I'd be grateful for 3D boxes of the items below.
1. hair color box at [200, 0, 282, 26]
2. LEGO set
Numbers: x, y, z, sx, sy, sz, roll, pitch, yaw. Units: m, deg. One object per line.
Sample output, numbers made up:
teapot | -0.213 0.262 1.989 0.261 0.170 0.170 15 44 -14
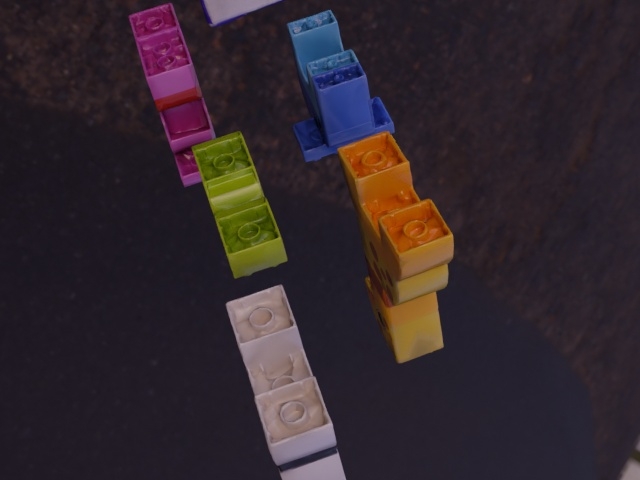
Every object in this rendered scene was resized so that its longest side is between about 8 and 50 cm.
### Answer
hair color box | -0.027 -0.297 0.538 0.110 0.185 0.339 -106 176 -70
LEGO set | 0.000 0.000 0.421 0.087 0.227 0.093 -18 136 -4
